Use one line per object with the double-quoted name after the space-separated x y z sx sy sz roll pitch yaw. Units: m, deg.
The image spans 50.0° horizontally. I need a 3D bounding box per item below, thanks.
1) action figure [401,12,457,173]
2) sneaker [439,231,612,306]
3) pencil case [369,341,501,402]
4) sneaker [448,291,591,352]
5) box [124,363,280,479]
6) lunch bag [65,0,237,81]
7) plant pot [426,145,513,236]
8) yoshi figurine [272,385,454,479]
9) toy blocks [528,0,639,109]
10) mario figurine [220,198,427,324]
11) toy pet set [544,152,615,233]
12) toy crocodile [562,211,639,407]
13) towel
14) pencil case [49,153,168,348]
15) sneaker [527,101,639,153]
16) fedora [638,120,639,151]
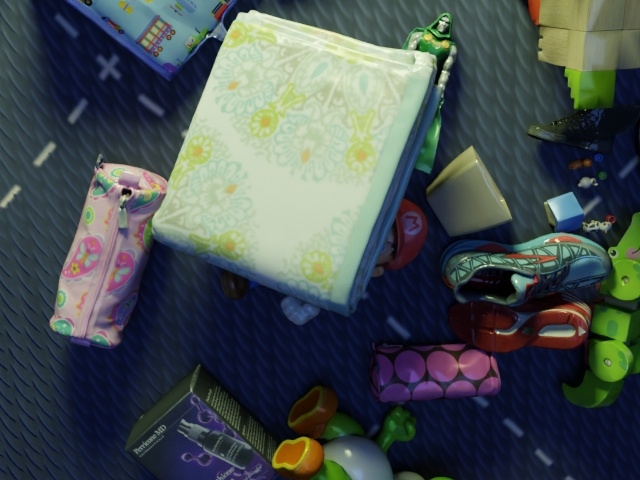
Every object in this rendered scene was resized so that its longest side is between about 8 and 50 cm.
0.147 -0.234 1.044 0.137 0.063 0.232 20 97 -4 "action figure"
0.320 0.063 1.063 0.262 0.125 0.104 -4 119 10 "sneaker"
0.186 0.213 1.132 0.209 0.095 0.098 -2 69 -4 "pencil case"
0.331 0.128 1.124 0.221 0.128 0.087 6 104 31 "sneaker"
-0.188 0.337 1.130 0.153 0.108 0.207 -43 101 7 "box"
-0.242 -0.385 0.967 0.293 0.138 0.221 38 96 -20 "lunch bag"
0.223 -0.067 1.064 0.096 0.109 0.109 -30 103 17 "plant pot"
0.115 0.391 1.115 0.362 0.203 0.203 39 89 -17 "yoshi figurine"
0.353 -0.390 0.928 0.190 0.261 0.381 -5 110 -4 "toy blocks"
0.000 0.000 1.027 0.320 0.170 0.198 -10 129 6 "mario figurine"
0.417 -0.063 1.089 0.114 0.065 0.122 -18 102 2 "toy pet set"
0.485 0.119 1.120 0.115 0.105 0.341 -3 106 -45 "toy crocodile"
-0.034 -0.120 0.967 0.320 0.090 0.374 21 88 19 "towel"
-0.321 0.020 1.048 0.124 0.124 0.284 20 102 -7 "pencil case"
0.411 -0.188 1.071 0.170 0.051 0.089 11 102 -10 "sneaker"
0.669 -0.172 1.032 0.334 0.152 0.334 -1 102 -3 "fedora"
